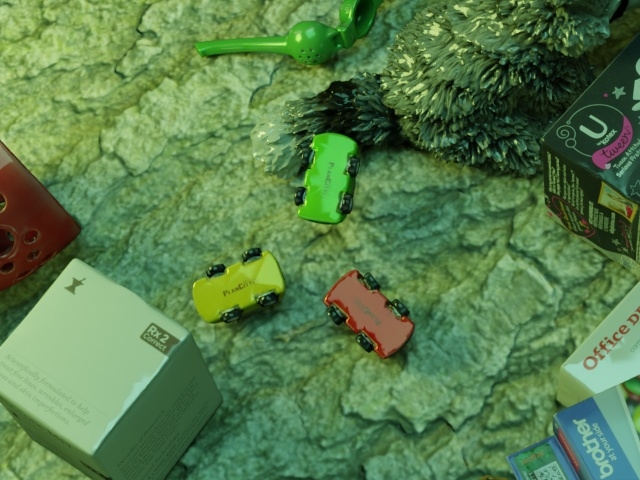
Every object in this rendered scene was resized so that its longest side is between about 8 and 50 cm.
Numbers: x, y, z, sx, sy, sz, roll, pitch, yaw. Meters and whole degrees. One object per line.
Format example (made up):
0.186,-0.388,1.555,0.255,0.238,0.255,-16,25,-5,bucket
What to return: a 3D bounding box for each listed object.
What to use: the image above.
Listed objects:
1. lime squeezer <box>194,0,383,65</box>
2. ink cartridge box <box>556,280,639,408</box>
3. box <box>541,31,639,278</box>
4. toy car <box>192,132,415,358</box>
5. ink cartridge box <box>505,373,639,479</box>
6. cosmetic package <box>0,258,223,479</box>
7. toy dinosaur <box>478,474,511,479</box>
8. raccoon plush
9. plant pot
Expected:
0.013,-0.259,1.687,0.310,0.059,0.110,-28,32,-5,lime squeezer
0.359,0.149,1.391,0.219,0.092,0.160,39,74,22,ink cartridge box
0.355,-0.112,1.489,0.142,0.163,0.247,38,74,25,box
0.000,0.000,1.522,0.239,0.053,0.225,10,80,13,toy car
0.342,0.197,1.286,0.311,0.065,0.186,-25,64,-2,ink cartridge box
-0.210,0.146,1.423,0.151,0.184,0.151,30,70,21,cosmetic package
0.198,0.262,1.383,0.112,0.064,0.211,31,82,9,toy dinosaur
0.136,-0.195,1.486,0.446,0.299,0.216,-26,62,-5,raccoon plush
-0.380,-0.025,1.537,0.174,0.191,0.191,-41,65,-6,plant pot
